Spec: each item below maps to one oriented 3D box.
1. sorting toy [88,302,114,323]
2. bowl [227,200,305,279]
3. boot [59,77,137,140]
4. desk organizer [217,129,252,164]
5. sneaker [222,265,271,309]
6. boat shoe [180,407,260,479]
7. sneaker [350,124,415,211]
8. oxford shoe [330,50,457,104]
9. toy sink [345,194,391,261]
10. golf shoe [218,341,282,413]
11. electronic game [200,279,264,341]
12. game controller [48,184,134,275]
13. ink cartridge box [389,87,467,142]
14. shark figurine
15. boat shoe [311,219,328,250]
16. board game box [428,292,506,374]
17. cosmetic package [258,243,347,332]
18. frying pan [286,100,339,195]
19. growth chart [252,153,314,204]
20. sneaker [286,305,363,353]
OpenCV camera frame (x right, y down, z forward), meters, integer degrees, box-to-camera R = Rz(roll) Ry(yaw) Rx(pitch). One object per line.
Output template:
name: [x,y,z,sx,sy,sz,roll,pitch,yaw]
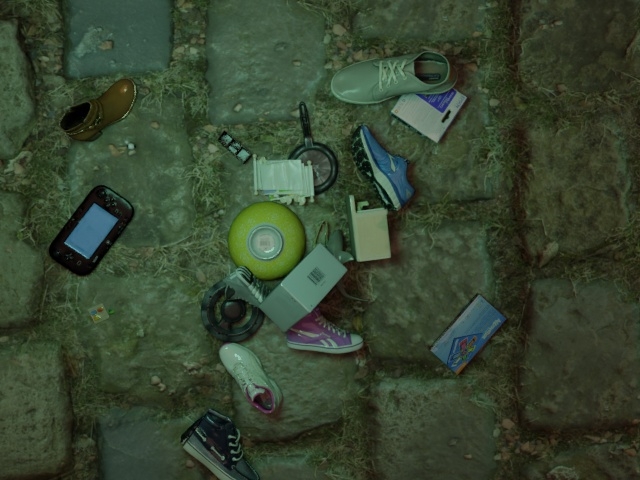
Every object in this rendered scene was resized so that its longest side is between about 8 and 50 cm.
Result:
sorting toy: [-0.787,0.257,1.940,0.083,0.012,0.062,-24,93,-2]
bowl: [-0.192,0.004,1.899,0.289,0.156,0.290,0,92,-3]
boot: [-0.747,-0.452,1.810,0.283,0.220,0.109,-43,94,-1]
desk organizer: [-0.308,-0.334,1.929,0.130,0.050,0.047,42,89,-4]
sneaker: [-0.260,0.196,1.911,0.132,0.086,0.229,-27,116,20]
boat shoe: [-0.325,0.751,1.931,0.340,0.127,0.158,37,97,-4]
sneaker: [0.230,-0.274,1.946,0.147,0.129,0.330,-33,97,-16]
oxford shoe: [0.255,-0.579,1.892,0.449,0.130,0.169,-2,86,9]
toy sink: [0.172,-0.051,1.923,0.131,0.153,0.234,-7,92,-4]
golf shoe: [-0.249,0.490,1.924,0.115,0.140,0.306,-42,93,0]
electronic game: [-0.317,0.251,1.953,0.229,0.048,0.230,0,88,-11]
game controller: [-0.804,-0.034,1.901,0.166,0.067,0.319,37,90,-4]
ink cartridge box: [0.394,-0.492,1.971,0.208,0.045,0.206,34,89,-2]
shark figurine: [0.081,0.097,1.905,0.116,0.166,0.278,-14,89,34]
boat shoe: [0.002,0.000,1.964,0.056,0.048,0.153,12,91,-4]
board game box: [0.552,0.350,2.026,0.145,0.027,0.281,42,89,-3]
cosmetic package: [-0.062,0.162,1.825,0.138,0.225,0.224,44,53,1]
frying pan: [-0.014,-0.324,1.953,0.197,0.053,0.326,13,95,-4]
growth chart: [-0.134,-0.215,1.932,0.237,0.021,0.172,6,100,9]
sneaker: [0.021,0.314,1.942,0.281,0.102,0.161,4,99,-4]
